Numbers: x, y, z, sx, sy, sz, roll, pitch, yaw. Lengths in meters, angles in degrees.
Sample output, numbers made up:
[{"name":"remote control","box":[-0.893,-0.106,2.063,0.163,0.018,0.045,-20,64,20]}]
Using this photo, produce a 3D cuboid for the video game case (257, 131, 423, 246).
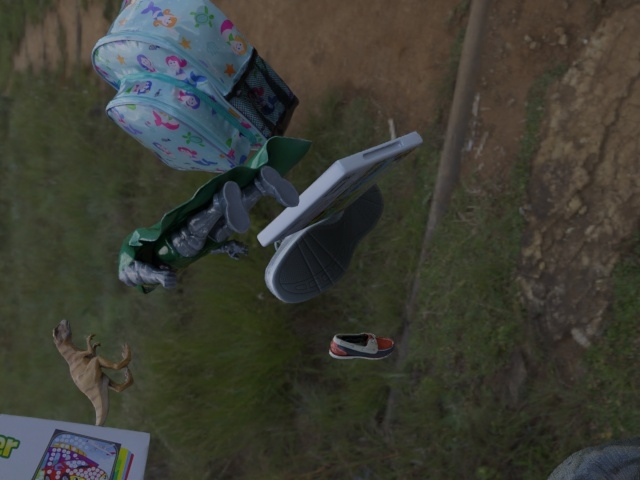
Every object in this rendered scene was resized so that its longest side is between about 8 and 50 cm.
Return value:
[{"name":"video game case","box":[0.030,-0.081,1.104,0.227,0.206,0.026,-40,80,44]}]

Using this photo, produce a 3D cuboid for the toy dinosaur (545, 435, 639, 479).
[{"name":"toy dinosaur","box":[0.259,0.272,0.649,0.160,0.121,0.314,26,123,22]}]

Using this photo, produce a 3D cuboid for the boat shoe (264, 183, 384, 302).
[{"name":"boat shoe","box":[-0.001,-0.003,1.296,0.103,0.320,0.118,-7,124,47]}]

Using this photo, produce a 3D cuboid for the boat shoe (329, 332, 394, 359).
[{"name":"boat shoe","box":[0.083,0.198,1.344,0.049,0.136,0.043,-120,37,-53]}]

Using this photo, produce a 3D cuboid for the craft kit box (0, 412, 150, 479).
[{"name":"craft kit box","box":[-0.280,0.131,0.461,0.249,0.246,0.061,-12,63,48]}]

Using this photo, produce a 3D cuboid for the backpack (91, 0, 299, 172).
[{"name":"backpack","box":[-0.185,-0.216,0.971,0.225,0.253,0.191,8,60,40]}]

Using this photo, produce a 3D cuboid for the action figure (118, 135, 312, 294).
[{"name":"action figure","box":[-0.107,0.000,0.571,0.232,0.137,0.064,-28,89,52]}]

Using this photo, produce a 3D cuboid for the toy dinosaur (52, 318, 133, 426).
[{"name":"toy dinosaur","box":[-0.323,0.204,1.011,0.211,0.112,0.064,49,135,33]}]
